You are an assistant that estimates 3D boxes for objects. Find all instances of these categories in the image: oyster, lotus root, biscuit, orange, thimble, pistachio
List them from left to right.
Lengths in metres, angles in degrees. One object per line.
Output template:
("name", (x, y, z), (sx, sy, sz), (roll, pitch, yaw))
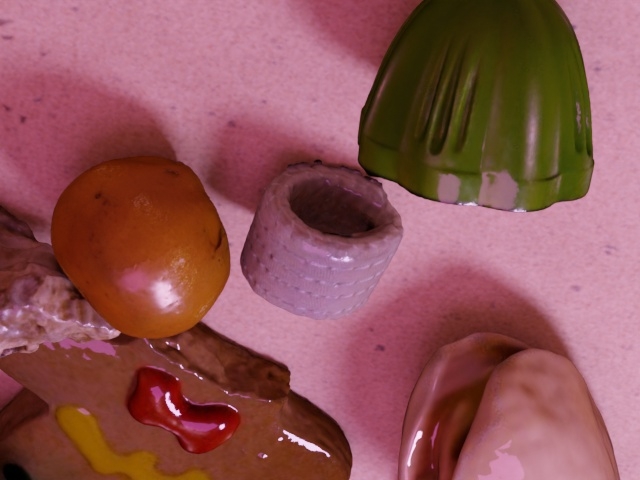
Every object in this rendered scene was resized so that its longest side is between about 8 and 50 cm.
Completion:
("oyster", (-0.336, 0.035, 1.629), (0.341, 0.110, 0.166), (25, 113, 9))
("biscuit", (-0.201, 0.211, 1.812), (0.368, 0.076, 0.394), (32, 129, -21))
("orange", (-0.141, 0.002, 1.566), (0.134, 0.155, 0.155), (-41, 121, -2))
("thimble", (0.000, 0.000, 1.574), (0.115, 0.102, 0.090), (-5, 139, -28))
("lotus root", (0.123, -0.129, 1.415), (0.186, 0.186, 0.186), (4, 132, 5))
("pistachio", (0.172, 0.218, 1.699), (0.193, 0.214, 0.318), (28, 140, 44))
